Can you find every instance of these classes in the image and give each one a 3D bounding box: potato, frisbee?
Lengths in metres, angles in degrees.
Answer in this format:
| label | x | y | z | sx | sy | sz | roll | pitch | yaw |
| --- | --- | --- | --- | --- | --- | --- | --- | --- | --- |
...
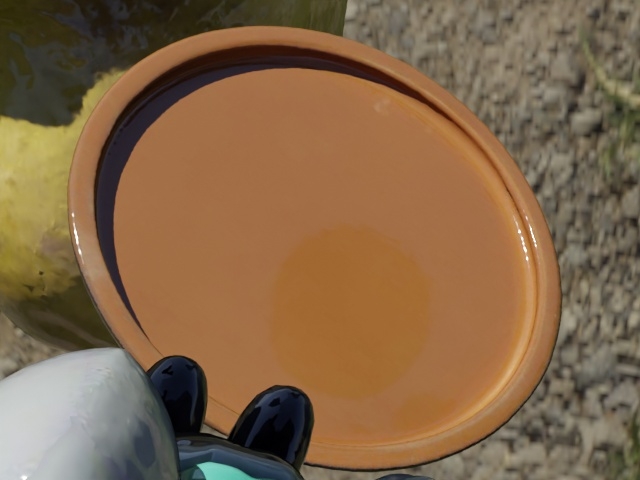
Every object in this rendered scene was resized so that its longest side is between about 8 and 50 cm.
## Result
| label | x | y | z | sx | sy | sz | roll | pitch | yaw |
| --- | --- | --- | --- | --- | --- | --- | --- | --- | --- |
| potato | -0.144 | -0.081 | 1.161 | 0.290 | 0.397 | 0.296 | 10 | 82 | 30 |
| frisbee | 0.000 | 0.000 | 0.919 | 0.251 | 0.021 | 0.250 | 11 | 54 | -15 |

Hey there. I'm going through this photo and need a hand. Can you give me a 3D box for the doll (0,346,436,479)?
| label | x | y | z | sx | sy | sz | roll | pitch | yaw |
| --- | --- | --- | --- | --- | --- | --- | --- | --- | --- |
| doll | -0.029 | 0.092 | 0.457 | 0.195 | 0.153 | 0.258 | 1 | 27 | -35 |
